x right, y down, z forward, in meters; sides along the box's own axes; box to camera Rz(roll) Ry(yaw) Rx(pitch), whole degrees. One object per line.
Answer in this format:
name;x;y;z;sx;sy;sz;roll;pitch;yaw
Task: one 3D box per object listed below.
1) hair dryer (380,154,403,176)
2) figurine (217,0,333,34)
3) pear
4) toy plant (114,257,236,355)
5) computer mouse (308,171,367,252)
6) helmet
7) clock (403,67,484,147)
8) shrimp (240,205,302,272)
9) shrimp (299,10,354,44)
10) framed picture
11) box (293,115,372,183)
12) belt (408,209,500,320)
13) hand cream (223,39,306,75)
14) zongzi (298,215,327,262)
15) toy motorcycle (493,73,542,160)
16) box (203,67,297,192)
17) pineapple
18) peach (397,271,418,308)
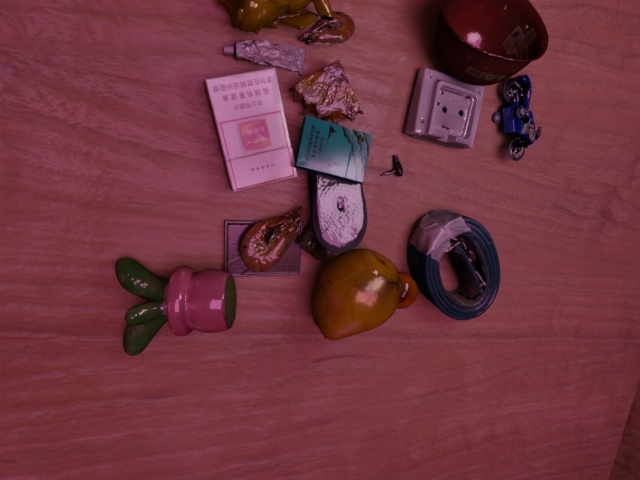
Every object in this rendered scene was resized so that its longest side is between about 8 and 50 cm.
hair dryer;0.249;-0.257;1.523;0.083;0.031;0.079;-20;98;-6
figurine;-0.119;-0.695;1.207;0.326;0.169;0.218;-27;87;-5
pear;0.115;0.187;1.450;0.284;0.285;0.336;9;134;-21
toy plant;-0.437;0.207;1.294;0.355;0.211;0.317;-3;106;-6
computer mouse;0.049;-0.147;1.424;0.188;0.122;0.371;-4;95;-17
helmet;0.511;-0.646;1.405;0.384;0.230;0.338;6;67;-11
clock;0.446;-0.456;1.496;0.262;0.116;0.231;9;99;-22
shrimp;-0.152;-0.016;1.400;0.267;0.061;0.145;-46;104;-1
shrimp;0.019;-0.656;1.339;0.190;0.042;0.101;-23;89;-13
framed picture;-0.190;0.027;1.436;0.265;0.018;0.192;0;103;-20
box;0.042;-0.281;1.342;0.226;0.042;0.161;12;88;-16
belt;0.502;0.095;1.614;0.300;0.173;0.437;-30;110;-8
hand cream;-0.164;-0.561;1.292;0.256;0.050;0.084;0;100;-23
zongzi;0.000;0.000;1.488;0.154;0.062;0.131;38;57;-37
toy motorcycle;0.752;-0.461;1.610;0.168;0.113;0.316;-11;98;-28
box;-0.209;-0.332;1.304;0.210;0.095;0.331;-16;109;-15
pineapple;0.027;-0.464;1.347;0.236;0.114;0.186;20;96;-20
peach;0.295;0.190;1.590;0.138;0.138;0.138;-5;104;-19
